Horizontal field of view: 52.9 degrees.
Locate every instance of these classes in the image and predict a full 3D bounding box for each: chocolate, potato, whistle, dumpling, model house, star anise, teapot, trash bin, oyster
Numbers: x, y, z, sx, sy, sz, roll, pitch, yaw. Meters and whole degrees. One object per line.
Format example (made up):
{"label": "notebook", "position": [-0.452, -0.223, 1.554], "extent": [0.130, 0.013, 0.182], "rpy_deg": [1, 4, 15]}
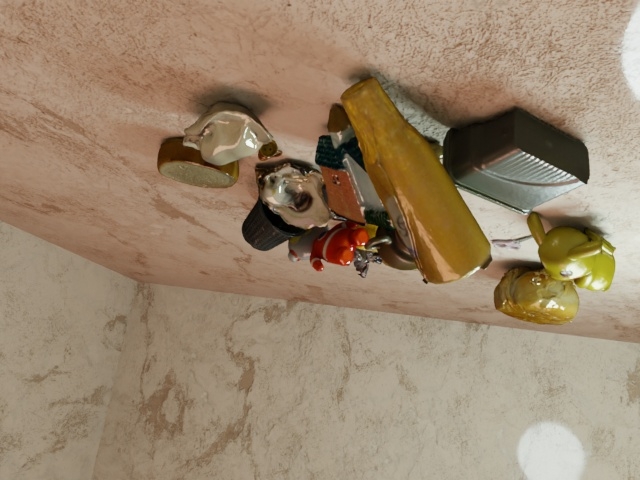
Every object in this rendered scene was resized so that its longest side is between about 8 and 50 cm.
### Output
{"label": "chocolate", "position": [0.175, -0.115, 1.288], "extent": [0.162, 0.162, 0.445], "rpy_deg": [-9, 121, 51]}
{"label": "potato", "position": [0.241, -0.202, 1.460], "extent": [0.083, 0.040, 0.051], "rpy_deg": [9, 171, 7]}
{"label": "whistle", "position": [-0.130, -0.227, 1.636], "extent": [0.046, 0.057, 0.109], "rpy_deg": [56, 170, -2]}
{"label": "dumpling", "position": [-0.218, -0.237, 1.435], "extent": [0.250, 0.132, 0.162], "rpy_deg": [-5, 163, 45]}
{"label": "model house", "position": [0.104, -0.185, 1.428], "extent": [0.253, 0.184, 0.291], "rpy_deg": [26, 151, 49]}
{"label": "star anise", "position": [0.149, 0.061, 2.408], "extent": [0.199, 0.110, 0.257], "rpy_deg": [14, 159, -17]}
{"label": "teapot", "position": [0.256, -0.015, 1.866], "extent": [0.268, 0.185, 0.175], "rpy_deg": [-12, 165, -18]}
{"label": "trash bin", "position": [-0.144, -0.052, 1.906], "extent": [0.175, 0.175, 0.161], "rpy_deg": [18, 141, -29]}
{"label": "oyster", "position": [-0.064, -0.128, 1.772], "extent": [0.214, 0.083, 0.222], "rpy_deg": [-8, 122, 31]}

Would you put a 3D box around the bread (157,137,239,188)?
{"label": "bread", "position": [-0.331, -0.206, 1.755], "extent": [0.236, 0.070, 0.236], "rpy_deg": [9, 167, 2]}

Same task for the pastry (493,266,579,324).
{"label": "pastry", "position": [0.788, 0.192, 2.343], "extent": [0.285, 0.184, 0.316], "rpy_deg": [20, 164, -15]}

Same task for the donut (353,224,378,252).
{"label": "donut", "position": [0.183, -0.003, 2.197], "extent": [0.174, 0.074, 0.190], "rpy_deg": [11, 166, -9]}

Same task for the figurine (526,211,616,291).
{"label": "figurine", "position": [0.734, 0.044, 1.833], "extent": [0.327, 0.169, 0.218], "rpy_deg": [15, -171, -43]}

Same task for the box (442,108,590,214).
{"label": "box", "position": [0.405, -0.168, 1.335], "extent": [0.274, 0.138, 0.178], "rpy_deg": [17, 155, -29]}

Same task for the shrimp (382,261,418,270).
{"label": "shrimp", "position": [0.330, 0.083, 2.494], "extent": [0.217, 0.051, 0.115], "rpy_deg": [13, 163, -5]}

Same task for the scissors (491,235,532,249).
{"label": "scissors", "position": [0.632, 0.003, 2.061], "extent": [0.100, 0.015, 0.189], "rpy_deg": [12, 163, -17]}

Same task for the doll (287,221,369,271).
{"label": "doll", "position": [0.000, 0.000, 1.916], "extent": [0.336, 0.199, 0.105], "rpy_deg": [10, 145, 55]}

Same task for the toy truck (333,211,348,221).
{"label": "toy truck", "position": [0.146, -0.098, 1.791], "extent": [0.253, 0.107, 0.114], "rpy_deg": [5, 174, 27]}
